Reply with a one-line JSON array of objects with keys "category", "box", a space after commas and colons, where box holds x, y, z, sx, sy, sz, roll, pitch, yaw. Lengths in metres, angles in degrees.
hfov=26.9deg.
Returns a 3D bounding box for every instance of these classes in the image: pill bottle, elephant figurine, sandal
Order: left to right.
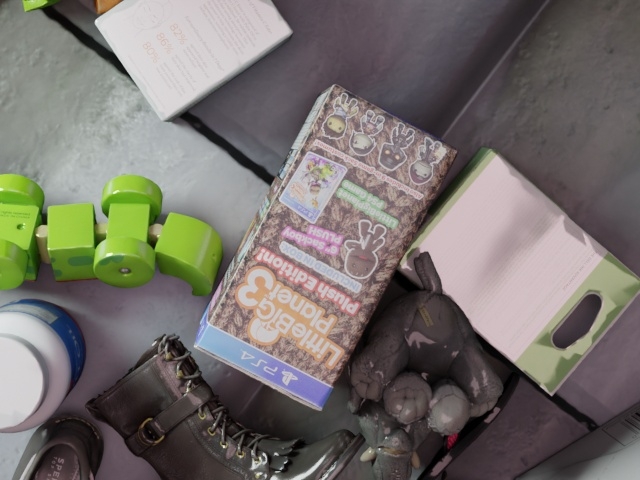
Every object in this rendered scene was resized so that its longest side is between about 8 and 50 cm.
[{"category": "pill bottle", "box": [-0.316, 0.132, 1.388, 0.124, 0.221, 0.124, 0, 94, -3]}, {"category": "elephant figurine", "box": [0.086, 0.168, 1.461, 0.169, 0.239, 0.186, 44, 64, 10]}, {"category": "sandal", "box": [0.156, 0.211, 1.501, 0.040, 0.067, 0.179, 44, 93, 6]}]

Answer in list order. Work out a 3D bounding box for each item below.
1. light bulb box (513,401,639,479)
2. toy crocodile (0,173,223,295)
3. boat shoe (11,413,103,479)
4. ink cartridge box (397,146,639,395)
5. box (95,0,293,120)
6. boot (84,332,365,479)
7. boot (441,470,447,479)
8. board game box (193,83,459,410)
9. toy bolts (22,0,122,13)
[{"category": "light bulb box", "box": [0.465, 0.345, 1.444, 0.358, 0.225, 0.361, -31, 96, -1]}, {"category": "toy crocodile", "box": [-0.276, 0.003, 1.447, 0.340, 0.105, 0.115, 1, 52, -2]}, {"category": "boat shoe", "box": [-0.321, 0.353, 1.466, 0.112, 0.095, 0.335, 16, 93, -4]}, {"category": "ink cartridge box", "box": [0.219, 0.034, 1.495, 0.235, 0.056, 0.171, 40, 91, -7]}, {"category": "box", "box": [-0.134, -0.226, 1.439, 0.170, 0.091, 0.130, -34, 95, 0]}, {"category": "boot", "box": [-0.108, 0.197, 1.419, 0.263, 0.091, 0.229, -32, 90, 21]}, {"category": "boot", "box": [0.208, 0.352, 1.510, 0.197, 0.077, 0.137, 17, 88, -5]}, {"category": "board game box", "box": [0.000, 0.000, 1.392, 0.141, 0.232, 0.291, 28, 93, -5]}, {"category": "toy bolts", "box": [-0.242, -0.346, 1.355, 0.158, 0.228, 0.218, -11, 95, -10]}]
